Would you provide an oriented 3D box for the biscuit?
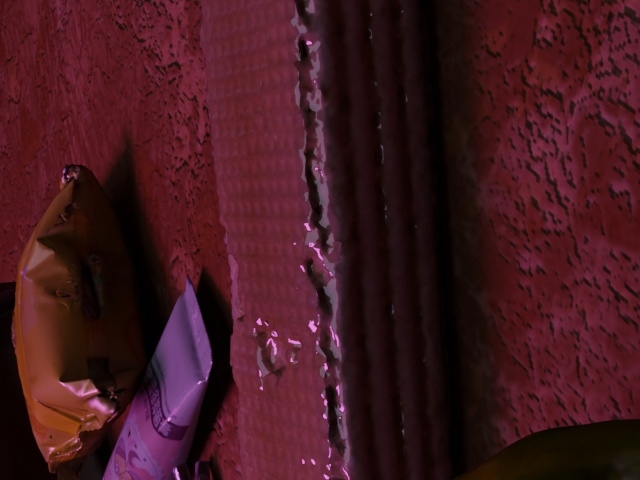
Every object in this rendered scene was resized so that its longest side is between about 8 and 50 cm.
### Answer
[{"bbox_3d":[0.000,0.000,0.721,0.144,0.079,0.425,1,96,61],"label":"biscuit"}]

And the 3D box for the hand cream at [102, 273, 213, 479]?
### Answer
[{"bbox_3d":[-0.129,0.174,1.010,0.085,0.058,0.331,-108,34,-46],"label":"hand cream"}]

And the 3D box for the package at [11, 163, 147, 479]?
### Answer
[{"bbox_3d":[-0.190,0.067,1.040,0.168,0.090,0.226,128,138,-54],"label":"package"}]

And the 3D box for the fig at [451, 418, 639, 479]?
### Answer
[{"bbox_3d":[0.100,0.151,0.504,0.167,0.167,0.233,64,152,29],"label":"fig"}]

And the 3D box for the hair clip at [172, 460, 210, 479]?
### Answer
[{"bbox_3d":[-0.070,0.205,0.934,0.039,0.030,0.115,-38,64,34],"label":"hair clip"}]

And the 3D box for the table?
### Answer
[{"bbox_3d":[-0.266,0.175,1.157,0.226,0.167,0.167,59,143,21],"label":"table"}]
